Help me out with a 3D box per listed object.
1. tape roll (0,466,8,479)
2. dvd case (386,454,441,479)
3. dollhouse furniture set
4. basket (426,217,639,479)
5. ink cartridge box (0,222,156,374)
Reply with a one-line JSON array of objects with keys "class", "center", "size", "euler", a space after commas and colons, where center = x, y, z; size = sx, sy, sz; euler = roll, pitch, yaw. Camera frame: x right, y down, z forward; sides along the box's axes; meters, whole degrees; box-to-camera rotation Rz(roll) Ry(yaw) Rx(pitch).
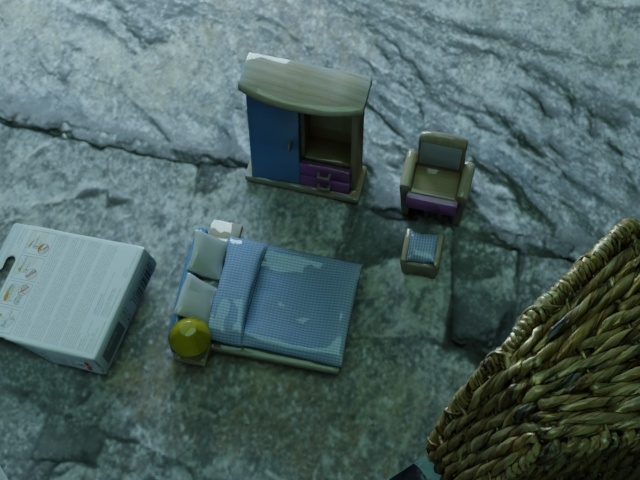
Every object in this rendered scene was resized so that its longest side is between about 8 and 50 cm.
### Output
[{"class": "tape roll", "center": [-0.445, 0.311, 1.280], "size": [0.392, 0.072, 0.392], "euler": [21, 56, -35]}, {"class": "dvd case", "center": [0.117, 0.287, 1.451], "size": [0.087, 0.013, 0.119], "euler": [-30, 68, -14]}, {"class": "dollhouse furniture set", "center": [0.000, 0.000, 1.495], "size": [0.286, 0.198, 0.303], "euler": [12, 64, 6]}, {"class": "basket", "center": [0.203, 0.147, 1.358], "size": [0.213, 0.299, 0.223], "euler": [-8, 64, -12]}, {"class": "ink cartridge box", "center": [-0.290, 0.063, 1.562], "size": [0.179, 0.045, 0.145], "euler": [9, 62, 25]}]
